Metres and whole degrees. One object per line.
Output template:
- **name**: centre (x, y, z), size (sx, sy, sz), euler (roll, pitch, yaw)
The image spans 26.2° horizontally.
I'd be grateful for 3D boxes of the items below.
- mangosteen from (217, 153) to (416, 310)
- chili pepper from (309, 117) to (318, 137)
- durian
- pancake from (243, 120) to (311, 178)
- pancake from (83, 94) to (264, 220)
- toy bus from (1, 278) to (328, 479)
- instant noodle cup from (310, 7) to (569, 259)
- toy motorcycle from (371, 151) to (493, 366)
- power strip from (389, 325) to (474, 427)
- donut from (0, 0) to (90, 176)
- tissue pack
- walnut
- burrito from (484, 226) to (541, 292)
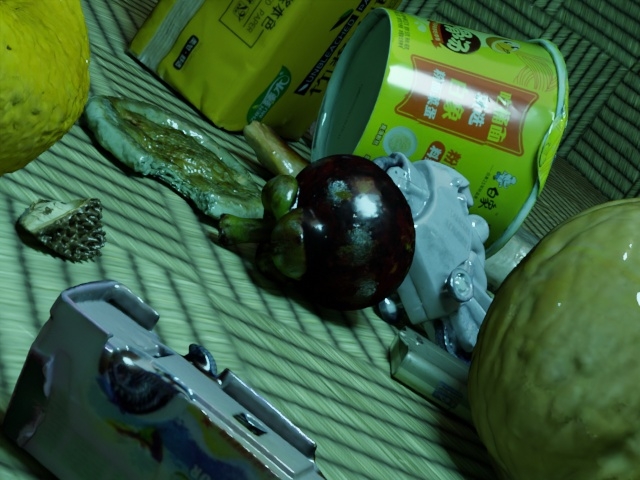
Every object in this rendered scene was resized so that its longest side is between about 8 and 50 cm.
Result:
- **mangosteen**: centre (0.011, -0.003, 1.425), size (0.184, 0.172, 0.172), euler (-21, 52, -41)
- **chili pepper**: centre (0.164, -0.177, 2.123), size (0.305, 0.251, 0.229), euler (25, 22, -40)
- **durian**: centre (-0.215, -0.011, 1.171), size (0.066, 0.052, 0.130), euler (-4, 12, 3)
- **pancake**: centre (0.026, -0.058, 1.814), size (0.212, 0.056, 0.257), euler (45, 17, 32)
- **pancake**: centre (-0.158, -0.093, 1.545), size (0.254, 0.037, 0.253), euler (32, 15, -10)
- **toy bus**: centre (-0.063, 0.143, 0.825), size (0.274, 0.112, 0.090), euler (38, 14, 12)
- **instant noodle cup**: centre (0.136, -0.144, 1.707), size (0.222, 0.311, 0.311), euler (17, 19, -17)
- **toy motorcycle**: centre (0.141, 0.011, 1.564), size (0.171, 0.110, 0.260), euler (-31, 97, -47)
- **power strip**: centre (0.184, 0.179, 1.437), size (0.268, 0.034, 0.092), euler (33, 14, -9)
- **donut**: centre (-0.317, -0.242, 1.050), size (0.435, 0.163, 0.377), euler (65, 10, -7)
- **tissue pack**: centre (-0.044, -0.349, 1.951), size (0.228, 0.382, 0.293), euler (42, 15, 17)
- **walnut**: centre (0.290, 0.127, 1.293), size (0.333, 0.333, 0.333), euler (33, 14, -9)
- **burrito**: centre (0.242, 0.002, 2.022), size (0.299, 0.105, 0.143), euler (34, 18, -9)
